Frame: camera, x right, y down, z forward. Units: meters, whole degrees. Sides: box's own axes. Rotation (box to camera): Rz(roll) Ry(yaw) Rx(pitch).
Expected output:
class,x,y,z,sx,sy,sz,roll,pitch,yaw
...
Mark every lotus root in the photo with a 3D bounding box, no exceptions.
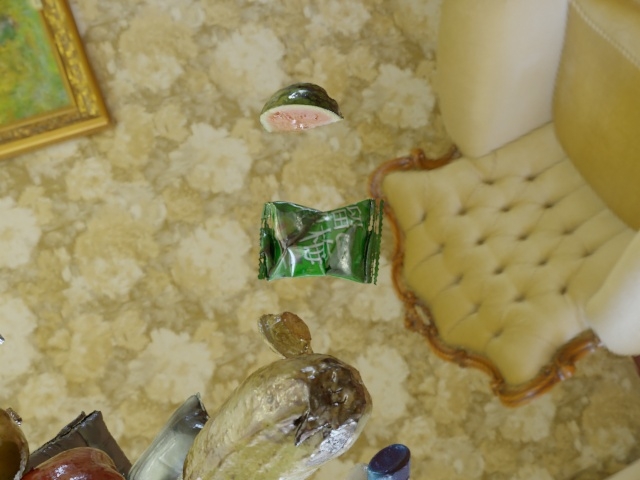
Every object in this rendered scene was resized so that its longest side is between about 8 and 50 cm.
class,x,y,z,sx,sy,sz,roll,pitch,yaw
lotus root,-0.046,0.177,0.732,0.258,0.110,0.097,-43,18,35

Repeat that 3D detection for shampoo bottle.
class,x,y,z,sx,sy,sz,roll,pitch,yaw
shampoo bottle,0.101,0.399,1.181,0.050,0.087,0.183,16,119,35

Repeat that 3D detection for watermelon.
class,x,y,z,sx,sy,sz,roll,pitch,yaw
watermelon,-0.044,-0.238,1.362,0.087,0.163,0.069,33,-120,-52

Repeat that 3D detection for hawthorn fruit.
class,x,y,z,sx,sy,sz,roll,pitch,yaw
hawthorn fruit,-0.371,0.397,1.135,0.185,0.202,0.185,169,90,-67

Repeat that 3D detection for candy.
class,x,y,z,sx,sy,sz,roll,pitch,yaw
candy,0.000,-0.001,1.300,0.078,0.203,0.141,15,-103,-86

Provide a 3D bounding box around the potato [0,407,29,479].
class,x,y,z,sx,sy,sz,roll,pitch,yaw
potato,-0.573,0.388,1.208,0.195,0.369,0.176,40,-162,-1

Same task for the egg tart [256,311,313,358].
class,x,y,z,sx,sy,sz,roll,pitch,yaw
egg tart,-0.056,0.172,1.450,0.129,0.049,0.129,37,-161,-15

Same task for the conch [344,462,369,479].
class,x,y,z,sx,sy,sz,roll,pitch,yaw
conch,0.057,0.448,1.349,0.104,0.176,0.094,8,118,54

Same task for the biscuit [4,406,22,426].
class,x,y,z,sx,sy,sz,roll,pitch,yaw
biscuit,-0.771,0.462,1.803,0.064,0.199,0.034,26,148,47

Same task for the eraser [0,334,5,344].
class,x,y,z,sx,sy,sz,roll,pitch,yaw
eraser,-0.541,0.137,1.230,0.063,0.027,0.085,31,174,39

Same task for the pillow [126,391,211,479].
class,x,y,z,sx,sy,sz,roll,pitch,yaw
pillow,-0.164,0.239,0.869,0.055,0.135,0.091,36,-178,-8

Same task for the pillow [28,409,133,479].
class,x,y,z,sx,sy,sz,roll,pitch,yaw
pillow,-0.424,0.498,1.477,0.101,0.228,0.326,-34,89,36
